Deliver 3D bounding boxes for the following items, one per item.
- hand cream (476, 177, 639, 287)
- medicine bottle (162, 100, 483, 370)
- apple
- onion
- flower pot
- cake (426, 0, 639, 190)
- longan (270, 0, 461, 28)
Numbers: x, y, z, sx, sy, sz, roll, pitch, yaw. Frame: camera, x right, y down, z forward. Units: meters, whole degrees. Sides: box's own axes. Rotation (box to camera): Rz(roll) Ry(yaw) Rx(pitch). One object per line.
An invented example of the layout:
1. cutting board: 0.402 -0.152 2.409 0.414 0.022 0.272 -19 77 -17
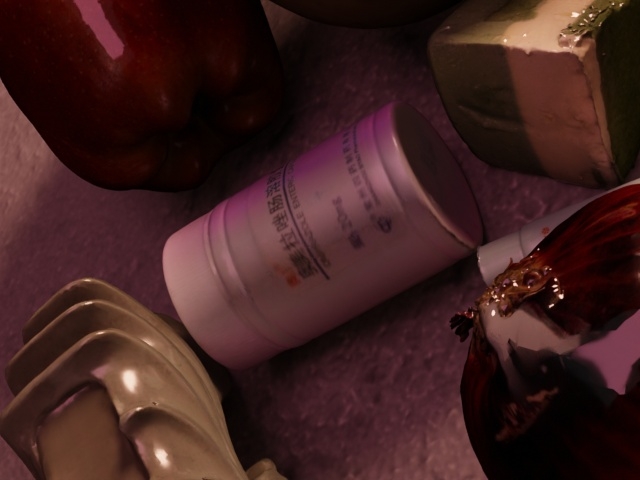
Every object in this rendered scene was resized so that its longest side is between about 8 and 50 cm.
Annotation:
1. hand cream: 0.285 -0.028 1.077 0.331 0.058 0.085 -21 64 21
2. medicine bottle: 0.000 0.000 1.199 0.254 0.152 0.152 -29 56 21
3. apple: -0.189 -0.211 1.343 0.288 0.288 0.317 -38 66 16
4. onion: 0.237 0.100 0.968 0.273 0.285 0.273 -58 6 9
5. flower pot: -0.136 0.195 1.147 0.164 0.254 0.367 -42 53 13
6. cake: 0.215 -0.209 1.130 0.158 0.172 0.283 15 78 36
7. longan: 0.029 -0.363 1.171 0.361 0.361 0.361 -14 63 30
